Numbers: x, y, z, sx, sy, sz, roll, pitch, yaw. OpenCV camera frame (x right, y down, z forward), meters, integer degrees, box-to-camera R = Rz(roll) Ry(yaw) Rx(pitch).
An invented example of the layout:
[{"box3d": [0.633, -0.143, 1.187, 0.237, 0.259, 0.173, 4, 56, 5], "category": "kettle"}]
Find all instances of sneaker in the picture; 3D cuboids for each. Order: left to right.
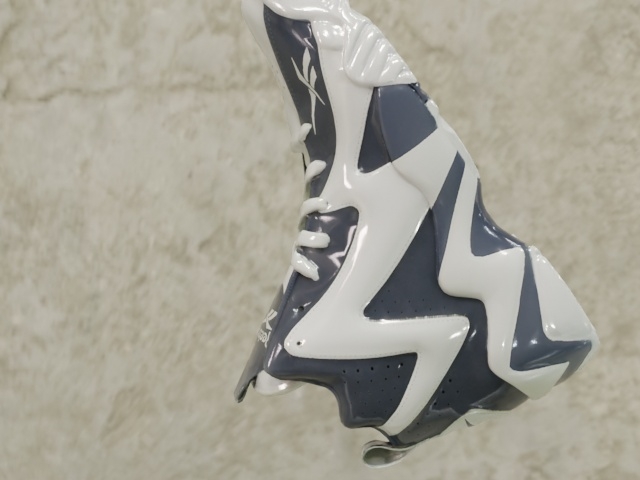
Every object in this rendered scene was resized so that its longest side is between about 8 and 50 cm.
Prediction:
[{"box3d": [0.000, 0.000, 0.591, 0.153, 0.094, 0.235, -37, 94, 1], "category": "sneaker"}]
